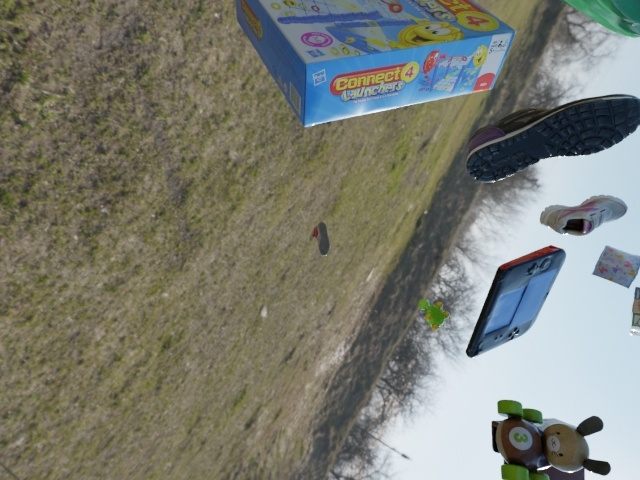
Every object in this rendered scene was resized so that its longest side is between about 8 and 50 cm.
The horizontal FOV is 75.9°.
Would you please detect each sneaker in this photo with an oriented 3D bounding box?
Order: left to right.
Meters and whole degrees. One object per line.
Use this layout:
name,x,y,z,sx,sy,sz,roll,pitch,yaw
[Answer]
sneaker,0.000,0.000,1.459,0.067,0.042,0.119,150,-61,-65
sneaker,0.408,-0.214,0.751,0.107,0.283,0.124,50,42,-33
sneaker,0.854,-0.066,1.316,0.111,0.251,0.103,-88,161,-55

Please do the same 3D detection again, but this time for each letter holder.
letter holder,0.837,0.821,1.581,0.152,0.301,0.215,153,-60,-75

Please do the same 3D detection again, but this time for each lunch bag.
lunch bag,0.604,0.049,0.833,0.083,0.071,0.053,-40,142,-35

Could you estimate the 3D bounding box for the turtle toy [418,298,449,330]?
turtle toy,0.429,0.279,1.582,0.095,0.130,0.066,-39,-173,-22

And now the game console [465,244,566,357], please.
game console,0.662,0.208,1.388,0.341,0.060,0.387,-15,127,-32

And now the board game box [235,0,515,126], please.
board game box,0.059,-0.318,0.608,0.301,0.308,0.086,-17,145,-17

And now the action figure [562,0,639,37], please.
action figure,0.329,-0.300,0.480,0.064,0.232,0.137,-59,-171,18

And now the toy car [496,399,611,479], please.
toy car,0.471,0.411,0.824,0.188,0.148,0.155,-31,-140,48

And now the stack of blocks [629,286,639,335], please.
stack of blocks,1.075,0.249,1.176,0.087,0.296,0.171,45,60,-48
